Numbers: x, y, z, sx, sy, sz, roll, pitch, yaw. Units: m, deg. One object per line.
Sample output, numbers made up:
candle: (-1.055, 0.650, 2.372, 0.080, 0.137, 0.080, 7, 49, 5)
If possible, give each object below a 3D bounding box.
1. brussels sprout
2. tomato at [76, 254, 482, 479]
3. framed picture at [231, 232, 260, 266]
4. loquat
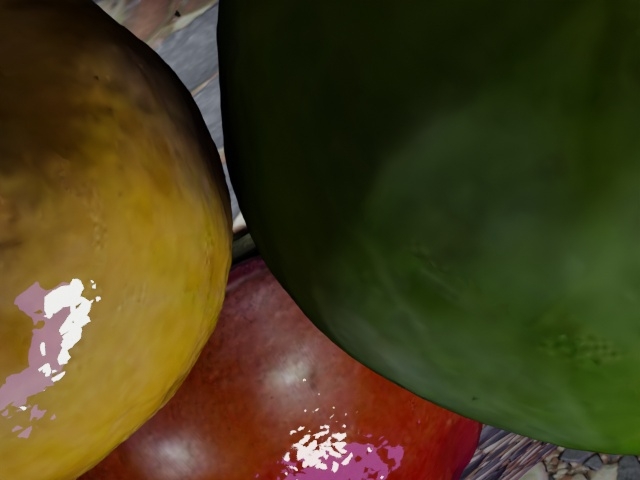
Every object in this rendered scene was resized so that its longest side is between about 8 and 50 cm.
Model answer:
brussels sprout: (0.110, -0.098, 0.735, 0.276, 0.315, 0.371, 71, 34, -57)
tomato: (-0.016, 0.138, 1.279, 0.290, 0.176, 0.335, -38, 164, 14)
framed picture: (0.000, 0.000, 1.266, 0.203, 0.015, 0.150, -31, 162, -19)
loquat: (-0.138, 0.009, 0.694, 0.238, 0.193, 0.238, -27, 159, -11)
